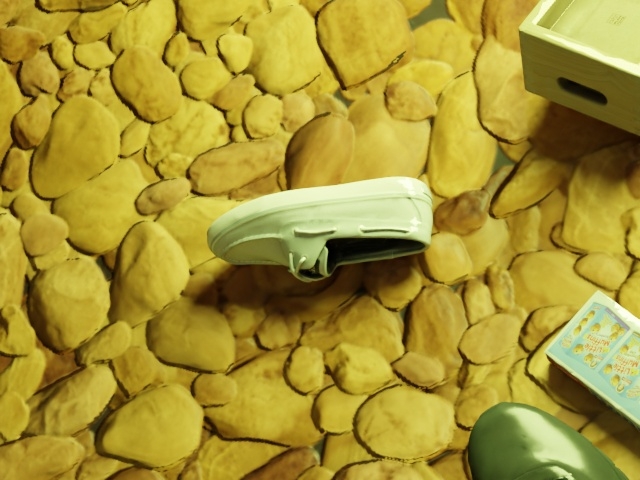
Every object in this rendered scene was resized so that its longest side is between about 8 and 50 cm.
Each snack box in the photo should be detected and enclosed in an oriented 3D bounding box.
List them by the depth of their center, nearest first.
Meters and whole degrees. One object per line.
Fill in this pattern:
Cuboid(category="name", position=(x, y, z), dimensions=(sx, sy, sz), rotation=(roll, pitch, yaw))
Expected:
Cuboid(category="snack box", position=(0.247, 0.110, 1.432), dimensions=(0.178, 0.022, 0.064), rotation=(38, 83, 32))

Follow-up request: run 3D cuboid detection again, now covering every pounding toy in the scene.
Cuboid(category="pounding toy", position=(0.238, -0.135, 1.529), dimensions=(0.141, 0.100, 0.130), rotation=(25, 62, 27))

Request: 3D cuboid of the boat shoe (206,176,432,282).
Cuboid(category="boat shoe", position=(0.000, 0.000, 1.566), dimensions=(0.184, 0.066, 0.063), rotation=(-8, 61, 7))

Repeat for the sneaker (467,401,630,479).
Cuboid(category="sneaker", position=(0.179, 0.218, 1.341), dimensions=(0.109, 0.130, 0.286), rotation=(-33, 56, 5))
